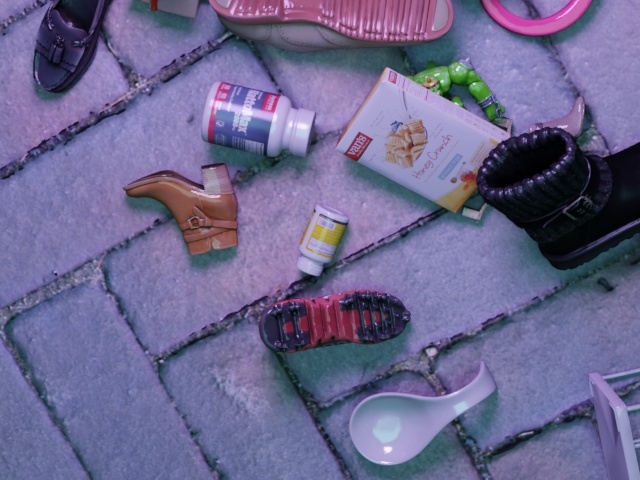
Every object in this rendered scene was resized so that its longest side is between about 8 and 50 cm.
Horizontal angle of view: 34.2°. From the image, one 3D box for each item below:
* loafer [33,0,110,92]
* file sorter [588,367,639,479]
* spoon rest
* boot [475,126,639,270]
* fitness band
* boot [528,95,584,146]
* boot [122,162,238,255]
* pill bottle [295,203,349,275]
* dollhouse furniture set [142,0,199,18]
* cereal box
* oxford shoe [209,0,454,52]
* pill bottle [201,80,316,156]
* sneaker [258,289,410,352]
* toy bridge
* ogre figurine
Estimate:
[{"bbox_3d":[-0.417,-0.390,1.766,0.109,0.095,0.302,30,101,-1],"label":"loafer"},{"bbox_3d":[0.584,0.366,1.766,0.173,0.193,0.277,-12,99,4],"label":"file sorter"},{"bbox_3d":[0.180,0.304,1.843,0.276,0.084,0.137,-29,96,8],"label":"spoon rest"},{"bbox_3d":[0.445,-0.115,1.659,0.348,0.131,0.260,-38,130,11],"label":"boot"},{"bbox_3d":[0.369,-0.481,1.706,0.209,0.054,0.290,18,102,-1],"label":"fitness band"},{"bbox_3d":[0.396,-0.188,1.758,0.087,0.042,0.118,6,100,6],"label":"boot"},{"bbox_3d":[-0.243,-0.048,1.826,0.197,0.073,0.152,-6,104,9],"label":"boot"},{"bbox_3d":[0.000,0.000,1.814,0.065,0.065,0.116,24,101,1],"label":"pill bottle"},{"bbox_3d":[-0.236,-0.497,1.665,0.135,0.262,0.259,19,132,3],"label":"dollhouse furniture set"},{"bbox_3d":[0.167,-0.162,1.717,0.240,0.047,0.173,26,134,-11],"label":"cereal box"},{"bbox_3d":[0.021,-0.377,1.712,0.397,0.146,0.140,10,75,8],"label":"oxford shoe"},{"bbox_3d":[-0.103,-0.201,1.766,0.180,0.108,0.108,13,101,2],"label":"pill bottle"},{"bbox_3d":[0.016,0.140,1.824,0.276,0.135,0.097,-5,87,-17],"label":"sneaker"},{"bbox_3d":[0.297,-0.119,1.786,0.063,0.026,0.188,16,101,1],"label":"toy bridge"},{"bbox_3d":[0.196,-0.235,1.744,0.197,0.097,0.118,-5,116,34],"label":"ogre figurine"}]
